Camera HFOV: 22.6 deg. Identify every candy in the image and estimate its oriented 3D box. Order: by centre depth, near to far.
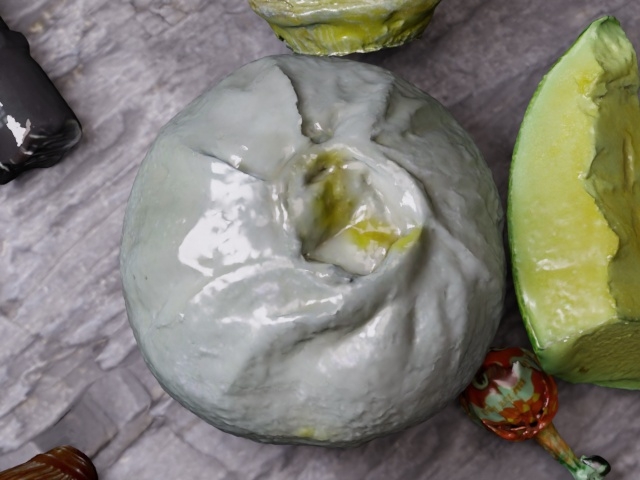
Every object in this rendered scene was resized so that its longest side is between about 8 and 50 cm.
[{"bbox_3d":[0.235,0.210,1.432,0.078,0.084,0.288,-41,89,-14],"label":"candy"}]

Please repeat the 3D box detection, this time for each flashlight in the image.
[{"bbox_3d":[-0.373,-0.242,1.497,0.103,0.103,0.424,-34,80,-10],"label":"flashlight"}]

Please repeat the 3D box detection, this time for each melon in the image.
[{"bbox_3d":[0.250,-0.035,1.436,0.196,0.124,0.324,14,62,-42],"label":"melon"}]

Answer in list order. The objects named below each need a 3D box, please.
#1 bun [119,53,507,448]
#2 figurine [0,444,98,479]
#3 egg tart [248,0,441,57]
[{"bbox_3d":[0.000,0.000,1.380,0.361,0.211,0.362,2,68,-4],"label":"bun"},{"bbox_3d":[-0.194,0.327,1.343,0.168,0.187,0.315,-39,73,-6],"label":"figurine"},{"bbox_3d":[0.028,-0.215,1.479,0.197,0.197,0.078,-11,108,-5],"label":"egg tart"}]
